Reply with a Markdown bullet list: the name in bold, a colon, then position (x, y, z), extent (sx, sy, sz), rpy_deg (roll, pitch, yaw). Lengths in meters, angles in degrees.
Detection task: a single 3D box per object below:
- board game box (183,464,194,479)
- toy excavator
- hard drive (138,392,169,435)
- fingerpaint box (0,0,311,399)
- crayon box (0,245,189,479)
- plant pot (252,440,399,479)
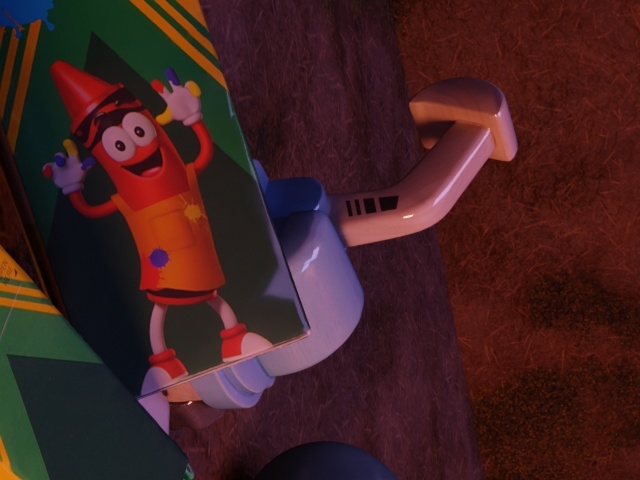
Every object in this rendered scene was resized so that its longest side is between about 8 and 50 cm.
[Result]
- **board game box**: position (-0.192, 0.386, 1.254), extent (0.390, 0.050, 0.390), rpy_deg (38, 32, -63)
- **toy excavator**: position (0.000, 0.000, 1.464), extent (0.433, 0.445, 0.222), rpy_deg (-76, 153, -43)
- **hard drive**: position (-0.218, 0.219, 1.227), extent (0.203, 0.040, 0.307), rpy_deg (56, 15, -35)
- **fingerpaint box**: position (-0.178, -0.076, 1.006), extent (0.445, 0.163, 0.371), rpy_deg (164, -93, -76)
- **crayon box**: position (-0.309, 0.091, 0.723), extent (0.313, 0.363, 0.106), rpy_deg (62, 33, -47)
- **plant pot**: position (0.006, 0.412, 1.646), extent (0.235, 0.293, 0.293), rpy_deg (-94, 167, -55)
